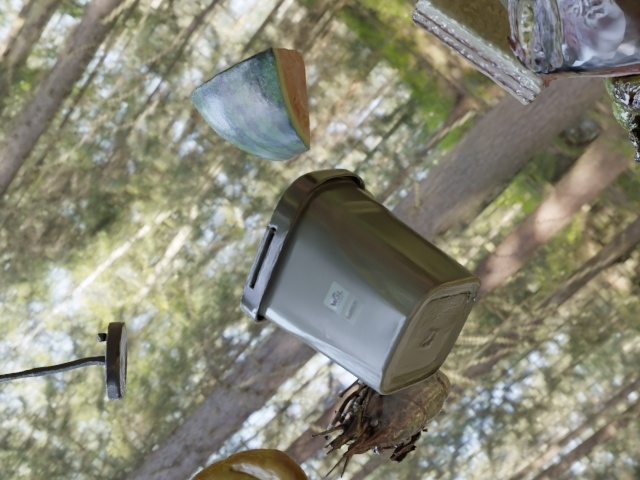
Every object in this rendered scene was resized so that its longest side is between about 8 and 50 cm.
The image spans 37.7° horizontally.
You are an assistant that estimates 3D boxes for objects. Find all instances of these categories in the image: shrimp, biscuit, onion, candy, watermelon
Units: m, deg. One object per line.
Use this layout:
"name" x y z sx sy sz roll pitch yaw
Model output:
"shrimp" 0.080 0.257 1.390 0.145 0.116 0.343 13 -161 30
"biscuit" -0.163 0.450 1.575 0.154 0.299 0.045 48 -174 23
"onion" 0.296 -0.256 0.861 0.207 0.216 0.206 -138 38 -79
"candy" 0.356 -0.444 1.894 0.321 0.179 0.135 37 170 1
"watermelon" -0.099 -0.340 2.174 0.283 0.292 0.250 45 168 -26

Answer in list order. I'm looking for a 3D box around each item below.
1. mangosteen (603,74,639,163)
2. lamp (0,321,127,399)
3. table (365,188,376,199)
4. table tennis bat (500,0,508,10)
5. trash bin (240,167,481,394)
"mangosteen" 0.493 -0.293 1.257 0.311 0.311 0.311 30 -148 -21
"lamp" -0.436 0.221 1.330 0.130 0.371 0.108 -113 3 -76
"table" 0.039 -0.038 1.652 0.133 0.133 0.043 51 -167 14
"table tennis bat" 0.324 -0.335 1.440 0.156 0.013 0.087 46 177 -17
"trash bin" 0.053 0.058 1.225 0.250 0.219 0.219 35 -154 29
